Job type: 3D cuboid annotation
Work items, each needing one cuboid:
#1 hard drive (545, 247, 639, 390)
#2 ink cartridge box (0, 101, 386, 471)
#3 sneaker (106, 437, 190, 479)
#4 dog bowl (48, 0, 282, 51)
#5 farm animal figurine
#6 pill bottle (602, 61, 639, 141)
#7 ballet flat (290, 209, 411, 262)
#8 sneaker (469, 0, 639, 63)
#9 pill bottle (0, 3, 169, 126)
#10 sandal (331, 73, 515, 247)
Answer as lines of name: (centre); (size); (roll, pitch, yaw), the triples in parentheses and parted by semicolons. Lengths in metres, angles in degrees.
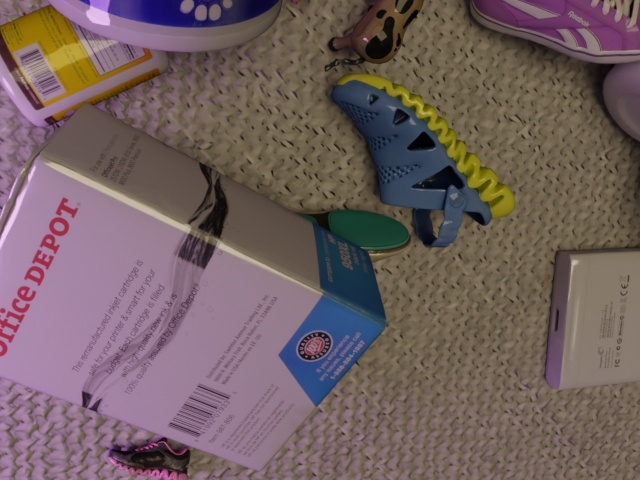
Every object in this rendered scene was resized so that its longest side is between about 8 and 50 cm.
hard drive: (0.561, 0.127, 1.034); (0.353, 0.047, 0.232); (-2, 101, -15)
ink cartridge box: (-0.169, 0.069, 0.709); (0.395, 0.166, 0.285); (28, 115, -19)
sneaker: (-0.240, 0.305, 0.850); (0.119, 0.047, 0.057); (20, 73, -19)
dog bowl: (-0.162, -0.320, 0.629); (0.265, 0.264, 0.104); (2, 141, -16)
farm animal figurine: (0.110, -0.407, 0.720); (0.327, 0.172, 0.330); (-28, 117, -15)
pill bottle: (0.593, -0.295, 0.890); (0.323, 0.181, 0.181); (-47, 109, -3)
ballet flat: (0.000, 0.000, 0.838); (0.249, 0.086, 0.086); (6, 99, -13)
sneaker: (0.346, -0.323, 0.776); (0.282, 0.161, 0.102); (12, 73, 4)
pill bottle: (-0.260, -0.227, 0.696); (0.215, 0.117, 0.117); (-28, 107, -9)
sandal: (0.130, -0.101, 0.832); (0.317, 0.126, 0.138); (41, 92, -17)
